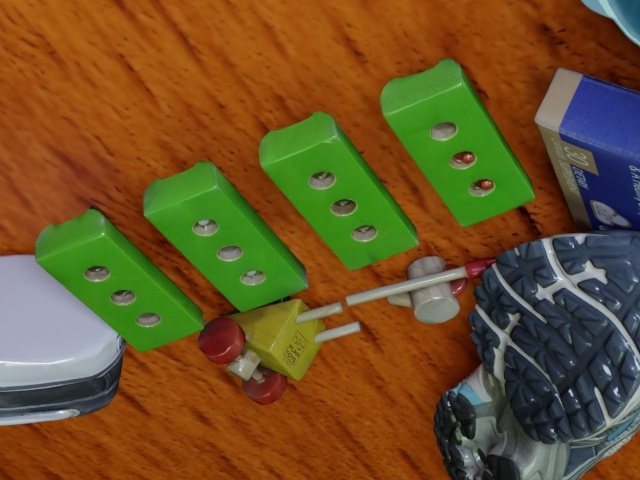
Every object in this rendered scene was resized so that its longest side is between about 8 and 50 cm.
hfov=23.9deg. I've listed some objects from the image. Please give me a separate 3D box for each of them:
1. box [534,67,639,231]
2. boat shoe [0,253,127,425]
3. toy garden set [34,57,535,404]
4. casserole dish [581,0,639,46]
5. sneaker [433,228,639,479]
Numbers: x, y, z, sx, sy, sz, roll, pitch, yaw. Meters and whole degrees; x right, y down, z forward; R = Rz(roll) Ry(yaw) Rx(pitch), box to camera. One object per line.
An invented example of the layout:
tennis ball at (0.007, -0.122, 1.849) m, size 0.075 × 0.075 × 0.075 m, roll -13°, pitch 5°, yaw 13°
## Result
box at (0.220, -0.009, 0.724) m, size 0.225 × 0.036 × 0.136 m, roll 20°, pitch 167°, yaw 24°
boat shoe at (-0.266, 0.064, 0.885) m, size 0.301 × 0.108 × 0.102 m, roll 0°, pitch 139°, yaw -10°
toy garden set at (0.000, 0.000, 0.841) m, size 0.244 × 0.049 × 0.204 m, roll -21°, pitch 141°, yaw 16°
casserole dish at (0.194, -0.152, 0.642) m, size 0.188 × 0.037 × 0.114 m, roll -19°, pitch 115°, yaw 23°
sneaker at (0.153, 0.064, 0.873) m, size 0.122 × 0.110 × 0.283 m, roll -24°, pitch 159°, yaw -24°
